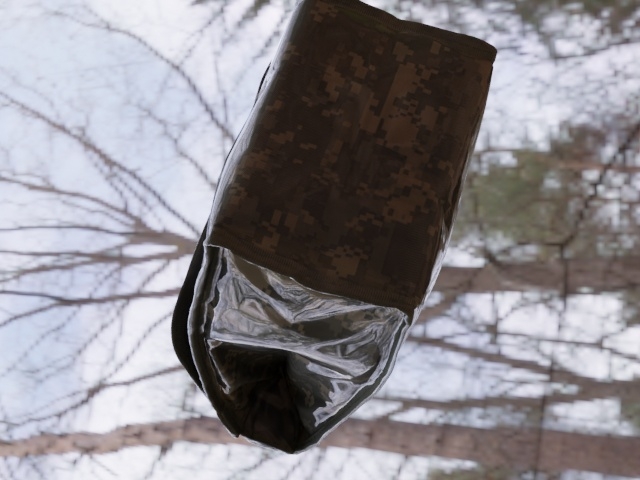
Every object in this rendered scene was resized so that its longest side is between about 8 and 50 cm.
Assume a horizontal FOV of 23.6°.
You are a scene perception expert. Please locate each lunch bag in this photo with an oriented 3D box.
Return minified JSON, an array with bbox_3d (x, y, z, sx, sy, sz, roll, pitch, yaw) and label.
[{"bbox_3d":[0.000,0.000,1.105,0.169,0.287,0.235,19,-121,1],"label":"lunch bag"}]
